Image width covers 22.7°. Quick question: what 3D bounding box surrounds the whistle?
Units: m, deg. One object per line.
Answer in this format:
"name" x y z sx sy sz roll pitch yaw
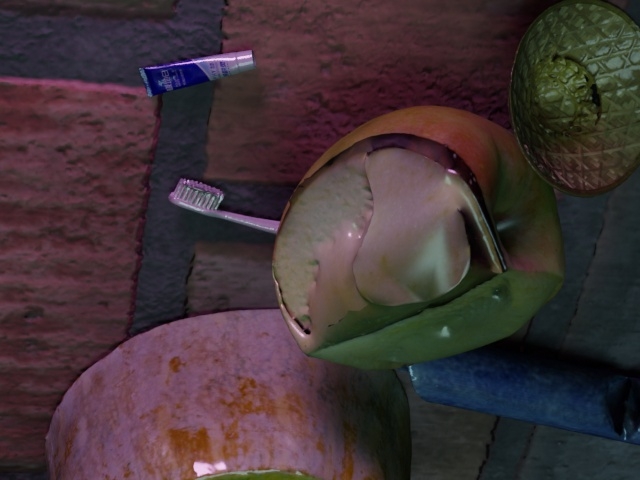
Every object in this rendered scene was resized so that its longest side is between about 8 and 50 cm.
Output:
"whistle" 0.195 0.132 1.371 0.304 0.062 0.062 14 126 -21

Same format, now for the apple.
"apple" 0.071 -0.002 1.180 0.188 0.173 0.207 -22 134 36

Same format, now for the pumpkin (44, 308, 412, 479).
"pumpkin" -0.064 0.243 1.345 0.332 0.199 0.332 -6 131 -7

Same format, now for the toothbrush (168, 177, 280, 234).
"toothbrush" 0.000 0.000 1.267 0.257 0.018 0.024 20 117 -22

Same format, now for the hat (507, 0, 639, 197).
"hat" 0.177 -0.106 1.184 0.146 0.067 0.146 -2 94 -32

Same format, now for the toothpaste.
"toothpaste" -0.088 -0.122 1.157 0.083 0.015 0.024 -10 122 6
